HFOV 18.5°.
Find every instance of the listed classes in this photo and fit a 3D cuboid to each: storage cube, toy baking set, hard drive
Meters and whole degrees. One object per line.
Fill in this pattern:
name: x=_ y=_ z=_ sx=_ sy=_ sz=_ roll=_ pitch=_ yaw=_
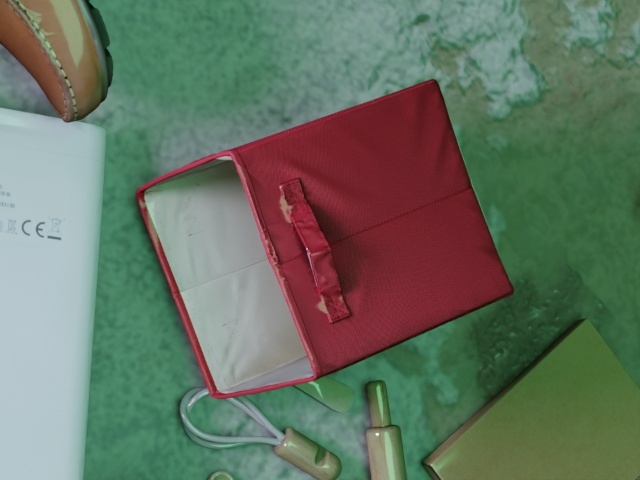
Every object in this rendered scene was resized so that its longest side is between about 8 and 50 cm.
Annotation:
storage cube: x=0.000 y=0.000 z=1.539 sx=0.193 sy=0.215 sz=0.183 roll=-22 pitch=92 yaw=-28
toy baking set: x=-0.019 y=0.186 z=1.612 sx=0.197 sy=0.030 sz=0.256 roll=-2 pitch=87 yaw=-22
hard drive: x=-0.274 y=0.050 z=1.475 sx=0.210 sy=0.040 sz=0.318 roll=9 pitch=70 yaw=-21

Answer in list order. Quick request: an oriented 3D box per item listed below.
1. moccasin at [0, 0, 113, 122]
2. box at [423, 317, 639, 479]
moccasin: x=-0.303 y=-0.235 z=1.467 sx=0.147 sy=0.139 sz=0.380 roll=-43 pitch=102 yaw=-18
box: x=0.207 y=0.191 z=1.709 sx=0.201 sy=0.021 sz=0.164 roll=-40 pitch=101 yaw=-19
